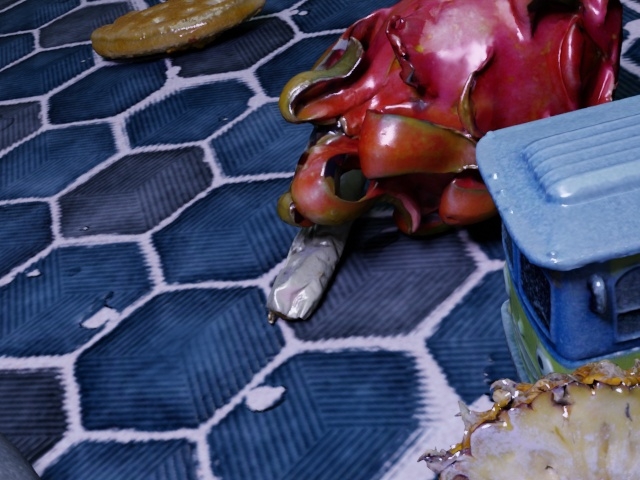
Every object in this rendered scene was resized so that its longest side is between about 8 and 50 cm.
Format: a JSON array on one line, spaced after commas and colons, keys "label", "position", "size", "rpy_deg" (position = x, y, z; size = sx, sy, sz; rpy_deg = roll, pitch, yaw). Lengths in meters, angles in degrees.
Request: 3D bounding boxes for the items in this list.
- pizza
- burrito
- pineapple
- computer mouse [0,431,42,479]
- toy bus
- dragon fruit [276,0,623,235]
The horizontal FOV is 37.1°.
[{"label": "pizza", "position": [-0.193, -0.289, 1.298], "size": [0.246, 0.058, 0.127], "rpy_deg": [-19, 35, -2]}, {"label": "burrito", "position": [0.000, 0.000, 0.822], "size": [0.045, 0.041, 0.185], "rpy_deg": [7, 41, 16]}, {"label": "pineapple", "position": [0.144, 0.128, 0.494], "size": [0.176, 0.161, 0.137], "rpy_deg": [-13, 7, 13]}, {"label": "computer mouse", "position": [-0.334, 0.153, 0.623], "size": [0.374, 0.114, 0.203], "rpy_deg": [5, 14, 25]}, {"label": "toy bus", "position": [0.267, 0.000, 0.580], "size": [0.312, 0.190, 0.152], "rpy_deg": [-14, 35, 3]}, {"label": "dragon fruit", "position": [0.117, -0.118, 0.781], "size": [0.243, 0.227, 0.307], "rpy_deg": [8, 42, 36]}]
